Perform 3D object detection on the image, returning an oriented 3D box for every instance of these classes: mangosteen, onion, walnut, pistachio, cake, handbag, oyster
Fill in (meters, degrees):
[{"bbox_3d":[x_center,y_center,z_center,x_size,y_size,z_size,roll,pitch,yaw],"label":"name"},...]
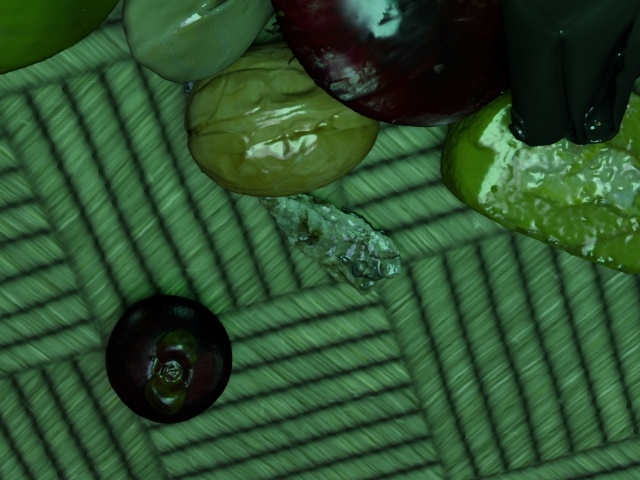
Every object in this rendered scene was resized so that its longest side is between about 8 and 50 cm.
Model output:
[{"bbox_3d":[-0.173,0.139,1.418,0.152,0.152,0.152,0,117,-1],"label":"mangosteen"},{"bbox_3d":[0.101,-0.258,1.147,0.232,0.314,0.314,2,129,48],"label":"onion"},{"bbox_3d":[-0.038,-0.125,1.283,0.206,0.159,0.159,-13,117,-2],"label":"walnut"},{"bbox_3d":[-0.102,-0.241,1.210,0.152,0.223,0.126,-7,126,54],"label":"pistachio"},{"bbox_3d":[0.262,-0.086,1.308,0.260,0.156,0.179,21,98,-17],"label":"cake"},{"bbox_3d":[0.296,-0.201,1.105,0.285,0.113,0.257,-29,153,-7],"label":"handbag"},{"bbox_3d":[0.001,-0.001,1.397,0.199,0.061,0.106,22,116,-12],"label":"oyster"}]

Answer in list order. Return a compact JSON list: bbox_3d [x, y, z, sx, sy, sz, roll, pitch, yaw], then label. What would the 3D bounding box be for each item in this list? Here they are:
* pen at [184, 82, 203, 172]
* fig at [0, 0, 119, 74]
[{"bbox_3d":[-0.135,-0.184,1.319,0.028,0.028,0.239,-6,117,2],"label":"pen"},{"bbox_3d":[-0.320,-0.300,1.103,0.343,0.343,0.343,0,117,-1],"label":"fig"}]
